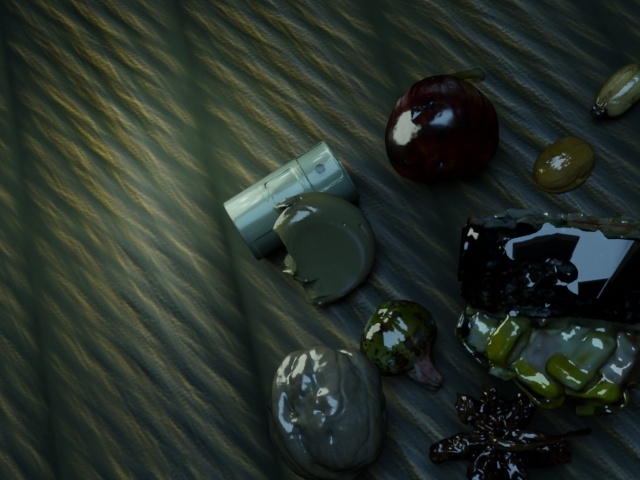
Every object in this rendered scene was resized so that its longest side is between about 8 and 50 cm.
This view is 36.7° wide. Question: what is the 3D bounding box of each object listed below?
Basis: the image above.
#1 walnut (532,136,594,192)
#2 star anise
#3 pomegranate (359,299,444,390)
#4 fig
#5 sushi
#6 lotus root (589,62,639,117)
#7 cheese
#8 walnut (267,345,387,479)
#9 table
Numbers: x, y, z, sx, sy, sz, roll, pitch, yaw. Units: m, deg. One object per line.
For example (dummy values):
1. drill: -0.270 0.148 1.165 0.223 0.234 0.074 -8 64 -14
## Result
1. walnut: 0.428 -0.139 1.698 0.121 0.052 0.091 -38 67 0
2. star anise: 0.281 0.313 1.513 0.190 0.126 0.220 39 84 29
3. pomegranate: 0.142 0.175 1.603 0.138 0.126 0.163 -41 64 -18
4. fig: 0.210 -0.229 1.728 0.203 0.186 0.250 -21 55 26
5. sushi: 0.375 0.101 1.499 0.327 0.328 0.286 3 98 8
6. lotus root: 0.542 -0.270 1.717 0.152 0.063 0.072 -39 37 4
7. cheese: 0.000 0.000 1.683 0.175 0.202 0.091 -37 27 3
8. walnut: 0.011 0.281 1.548 0.224 0.224 0.224 -5 67 12
9. table: -0.051 -0.074 1.756 0.220 0.126 0.126 -32 64 1
